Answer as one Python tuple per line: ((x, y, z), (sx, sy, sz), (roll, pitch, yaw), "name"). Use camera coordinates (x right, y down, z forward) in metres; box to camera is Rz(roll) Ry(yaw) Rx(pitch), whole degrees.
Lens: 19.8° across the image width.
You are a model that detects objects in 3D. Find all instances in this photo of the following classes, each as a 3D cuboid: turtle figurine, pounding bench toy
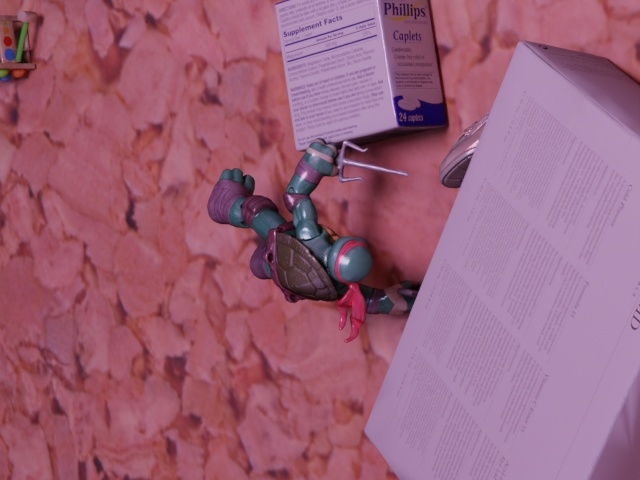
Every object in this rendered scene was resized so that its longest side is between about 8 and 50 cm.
((0.000, 0.000, 1.602), (0.234, 0.118, 0.175), (12, 126, 53), "turtle figurine")
((-0.333, -0.207, 1.960), (0.083, 0.052, 0.065), (-10, 87, 43), "pounding bench toy")

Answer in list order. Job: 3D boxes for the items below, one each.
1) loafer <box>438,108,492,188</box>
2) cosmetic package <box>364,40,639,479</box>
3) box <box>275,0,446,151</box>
((0.147, -0.090, 1.538), (0.125, 0.045, 0.039), (-37, 52, 31), "loafer")
((0.186, 0.075, 1.416), (0.284, 0.097, 0.377), (54, 130, 54), "cosmetic package")
((0.035, -0.155, 1.610), (0.126, 0.072, 0.137), (-10, 87, 43), "box")
